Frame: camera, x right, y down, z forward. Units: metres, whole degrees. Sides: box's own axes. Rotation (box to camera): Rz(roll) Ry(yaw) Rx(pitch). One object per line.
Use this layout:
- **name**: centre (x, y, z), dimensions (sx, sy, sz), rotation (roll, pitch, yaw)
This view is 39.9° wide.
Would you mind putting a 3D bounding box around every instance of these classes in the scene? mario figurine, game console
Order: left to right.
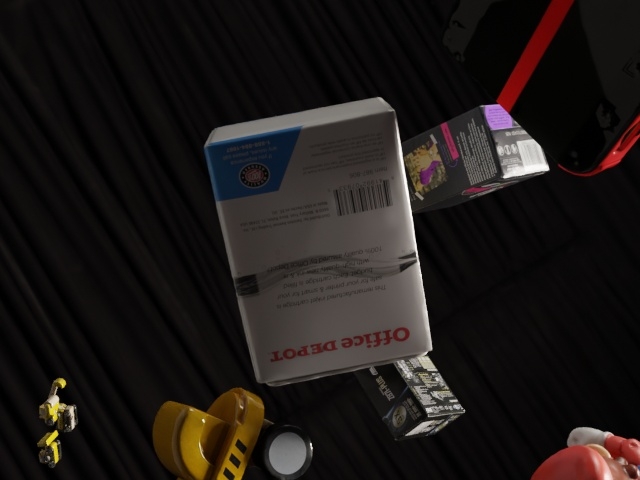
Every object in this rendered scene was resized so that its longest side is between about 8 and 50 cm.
- **game console**: centre (0.336, -0.298, 1.190), dimensions (0.060, 0.342, 0.386), rotation (-29, 159, -27)
- **mario figurine**: centre (0.430, 0.347, 1.161), dimensions (0.320, 0.170, 0.198), rotation (1, -175, 0)

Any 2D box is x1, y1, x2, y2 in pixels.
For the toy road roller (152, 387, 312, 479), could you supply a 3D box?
- **toy road roller**: centre (-0.192, 0.414, 1.519), dimensions (0.202, 0.240, 0.330), rotation (-10, -127, 63)

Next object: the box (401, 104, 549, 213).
- **box**: centre (0.279, -0.155, 1.724), dimensions (0.165, 0.143, 0.270), rotation (-11, 173, -41)

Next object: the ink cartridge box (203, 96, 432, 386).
- **ink cartridge box**: centre (0.000, 0.000, 1.395), dimensions (0.285, 0.395, 0.166), rotation (-10, -163, 0)

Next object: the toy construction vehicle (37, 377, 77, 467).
- **toy construction vehicle**: centre (-0.377, 0.255, 1.241), dimensions (0.035, 0.098, 0.086), rotation (3, -160, 9)

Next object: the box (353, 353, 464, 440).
- **box**: centre (0.158, 0.269, 1.566), dimensions (0.077, 0.147, 0.180), rotation (-41, 156, 18)
